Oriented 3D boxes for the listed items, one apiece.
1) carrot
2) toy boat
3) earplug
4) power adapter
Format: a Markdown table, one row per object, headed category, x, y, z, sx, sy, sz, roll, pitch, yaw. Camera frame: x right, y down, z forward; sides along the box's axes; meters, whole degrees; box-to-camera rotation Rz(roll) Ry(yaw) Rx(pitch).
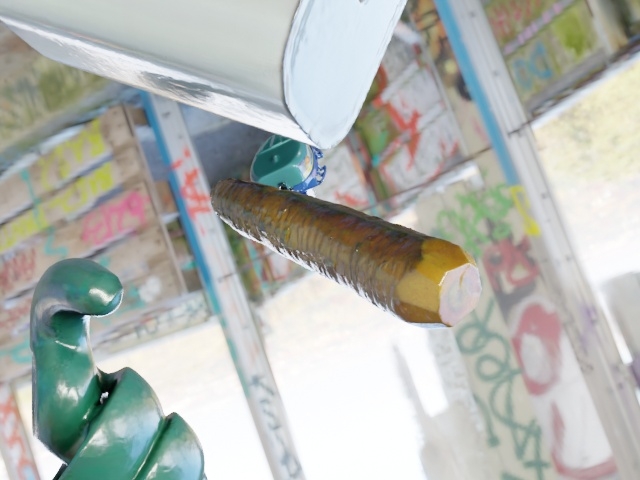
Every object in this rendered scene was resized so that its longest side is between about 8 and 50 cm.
| category | x | y | z | sx | sy | sz | roll | pitch | yaw |
| --- | --- | --- | --- | --- | --- | --- | --- | --- | --- |
| carrot | 0.000 | 0.000 | 0.824 | 0.066 | 0.066 | 0.314 | -15 | -157 | -35 |
| toy boat | -0.028 | -0.067 | 1.206 | 0.091 | 0.110 | 0.175 | -24 | -157 | 10 |
| earplug | -0.207 | 0.166 | 1.058 | 0.257 | 0.280 | 0.164 | -47 | -168 | 12 |
| power adapter | -0.079 | -0.178 | 0.576 | 0.255 | 0.187 | 0.124 | 21 | 171 | 20 |
